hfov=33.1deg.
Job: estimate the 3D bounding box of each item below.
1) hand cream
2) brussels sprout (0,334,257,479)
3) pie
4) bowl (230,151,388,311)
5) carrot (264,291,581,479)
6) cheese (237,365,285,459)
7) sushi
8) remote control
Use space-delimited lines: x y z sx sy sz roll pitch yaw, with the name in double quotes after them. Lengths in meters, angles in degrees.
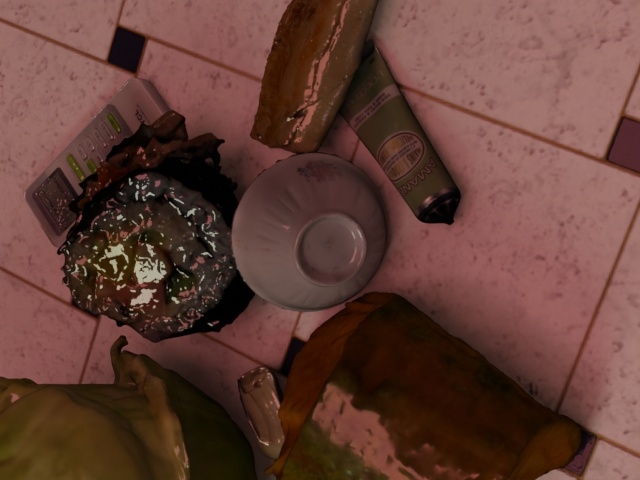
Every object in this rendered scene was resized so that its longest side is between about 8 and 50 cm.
0.083 -0.115 1.226 0.086 0.055 0.235 -39 69 23 "hand cream"
-0.270 0.352 1.248 0.425 0.342 0.361 -44 57 0 "brussels sprout"
0.001 -0.237 1.242 0.128 0.068 0.282 30 105 46 "pie"
0.000 0.000 1.195 0.189 0.086 0.189 -4 103 -16 "bowl"
0.078 0.195 1.144 0.340 0.241 0.241 32 106 21 "carrot"
-0.052 0.234 1.291 0.047 0.092 0.171 -20 84 2 "cheese"
-0.196 -0.017 1.300 0.238 0.219 0.225 -27 120 -2 "sushi"
-0.290 -0.100 1.420 0.250 0.034 0.103 -40 76 23 "remote control"
